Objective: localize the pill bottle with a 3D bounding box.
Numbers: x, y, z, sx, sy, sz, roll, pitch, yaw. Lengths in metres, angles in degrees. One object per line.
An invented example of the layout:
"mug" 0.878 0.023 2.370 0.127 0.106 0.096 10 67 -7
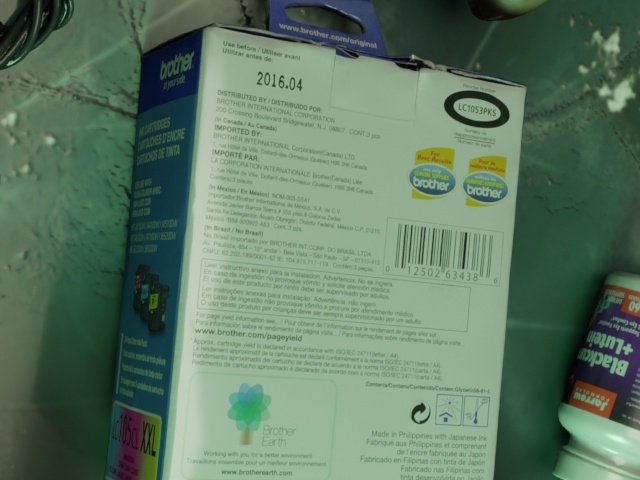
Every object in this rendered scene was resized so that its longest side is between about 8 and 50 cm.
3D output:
"pill bottle" 0.279 0.134 1.107 0.108 0.108 0.193 22 86 -27

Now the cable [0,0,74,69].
"cable" -0.257 -0.180 0.833 0.184 0.047 0.150 23 86 -28

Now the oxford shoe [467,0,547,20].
"oxford shoe" 0.133 -0.353 0.975 0.130 0.133 0.363 4 76 -20

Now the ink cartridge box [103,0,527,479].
"ink cartridge box" 0.000 0.000 0.915 0.270 0.151 0.395 7 88 -27
